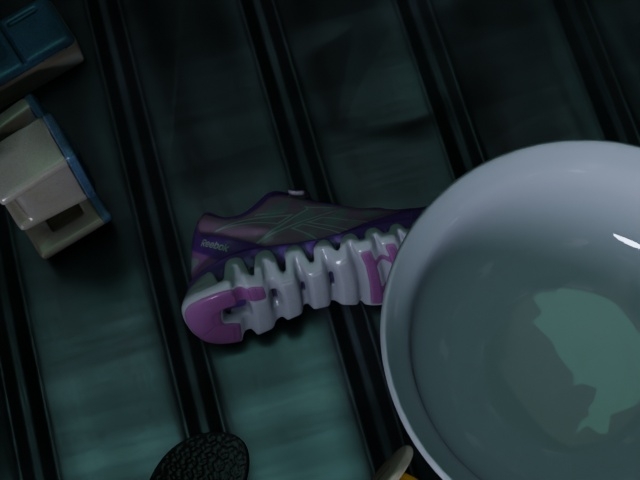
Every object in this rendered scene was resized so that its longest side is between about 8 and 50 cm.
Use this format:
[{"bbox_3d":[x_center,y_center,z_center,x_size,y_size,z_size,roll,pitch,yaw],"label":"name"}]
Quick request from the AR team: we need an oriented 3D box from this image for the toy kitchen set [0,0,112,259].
[{"bbox_3d":[-0.229,-0.113,0.945,0.122,0.166,0.207,-33,73,-9],"label":"toy kitchen set"}]

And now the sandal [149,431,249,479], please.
[{"bbox_3d":[-0.108,0.223,0.897,0.067,0.040,0.179,25,87,15],"label":"sandal"}]

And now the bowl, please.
[{"bbox_3d":[0.191,0.085,0.883,0.298,0.134,0.298,0,70,1],"label":"bowl"}]

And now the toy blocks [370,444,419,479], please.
[{"bbox_3d":[0.083,0.228,0.853,0.148,0.123,0.054,40,42,-1],"label":"toy blocks"}]

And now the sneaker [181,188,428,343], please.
[{"bbox_3d":[0.000,0.000,0.946,0.236,0.095,0.104,-12,53,-6],"label":"sneaker"}]
